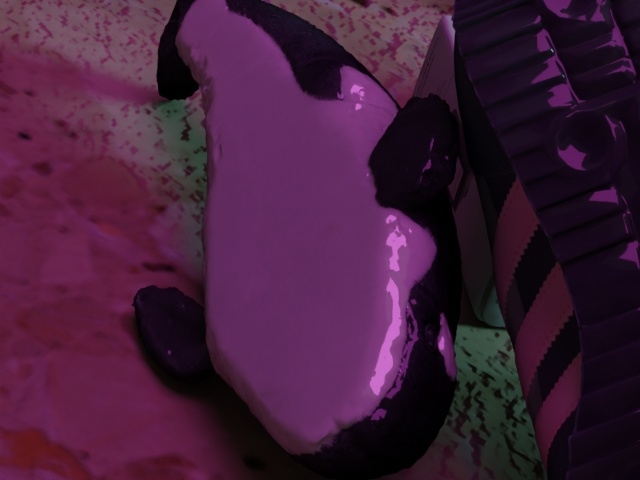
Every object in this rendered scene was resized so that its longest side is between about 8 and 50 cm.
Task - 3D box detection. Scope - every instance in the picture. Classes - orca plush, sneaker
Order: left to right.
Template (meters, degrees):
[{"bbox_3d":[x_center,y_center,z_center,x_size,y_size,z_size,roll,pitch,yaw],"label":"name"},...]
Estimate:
[{"bbox_3d":[0.000,0.000,0.813,0.102,0.151,0.287,38,6,-39],"label":"orca plush"},{"bbox_3d":[0.126,0.040,0.741,0.112,0.131,0.319,-11,79,2],"label":"sneaker"}]

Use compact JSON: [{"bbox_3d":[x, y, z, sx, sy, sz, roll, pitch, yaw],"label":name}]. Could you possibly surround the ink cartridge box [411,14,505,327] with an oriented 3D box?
[{"bbox_3d":[0.112,-0.030,0.899,0.109,0.063,0.150,5,39,-17],"label":"ink cartridge box"}]
